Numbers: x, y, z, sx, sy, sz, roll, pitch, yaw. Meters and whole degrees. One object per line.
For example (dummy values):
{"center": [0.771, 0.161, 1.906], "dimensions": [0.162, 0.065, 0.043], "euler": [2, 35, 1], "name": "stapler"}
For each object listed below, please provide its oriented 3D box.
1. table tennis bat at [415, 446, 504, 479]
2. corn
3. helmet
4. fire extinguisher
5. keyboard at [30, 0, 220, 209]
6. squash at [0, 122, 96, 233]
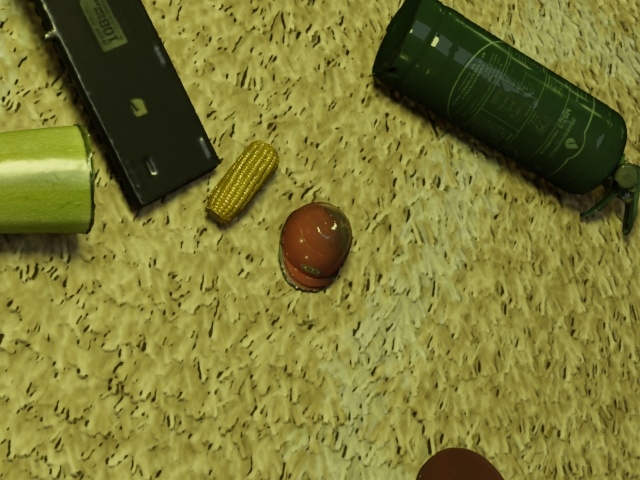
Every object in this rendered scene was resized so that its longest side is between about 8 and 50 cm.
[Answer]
{"center": [0.143, 0.259, 1.268], "dimensions": [0.095, 0.014, 0.158], "euler": [-28, 83, -31], "name": "table tennis bat"}
{"center": [-0.069, -0.053, 1.269], "dimensions": [0.037, 0.037, 0.092], "euler": [41, 63, -6], "name": "corn"}
{"center": [0.000, 0.001, 1.273], "dimensions": [0.065, 0.049, 0.084], "euler": [18, 65, -19], "name": "helmet"}
{"center": [0.199, -0.119, 1.387], "dimensions": [0.311, 0.095, 0.114], "euler": [28, 101, -12], "name": "fire extinguisher"}
{"center": [-0.196, -0.184, 1.224], "dimensions": [0.106, 0.027, 0.317], "euler": [-30, 99, -33], "name": "keyboard"}
{"center": [-0.294, -0.032, 1.139], "dimensions": [0.224, 0.094, 0.094], "euler": [-11, 77, -21], "name": "squash"}
